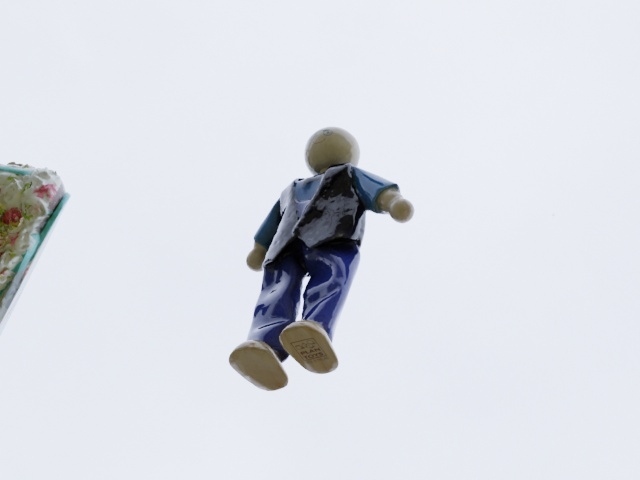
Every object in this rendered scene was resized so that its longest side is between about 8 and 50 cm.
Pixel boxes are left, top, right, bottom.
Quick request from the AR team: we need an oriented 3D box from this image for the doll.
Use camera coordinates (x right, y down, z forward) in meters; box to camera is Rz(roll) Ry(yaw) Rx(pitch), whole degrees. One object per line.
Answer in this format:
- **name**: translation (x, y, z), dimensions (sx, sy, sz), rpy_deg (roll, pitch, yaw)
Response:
- **doll**: translation (0.000, 0.000, 0.733), dimensions (0.129, 0.189, 0.046), rpy_deg (-23, -53, 31)

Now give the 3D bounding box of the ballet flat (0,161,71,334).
- **ballet flat**: translation (-0.266, 0.037, 0.918), dimensions (0.077, 0.091, 0.241), rpy_deg (25, -68, -9)
